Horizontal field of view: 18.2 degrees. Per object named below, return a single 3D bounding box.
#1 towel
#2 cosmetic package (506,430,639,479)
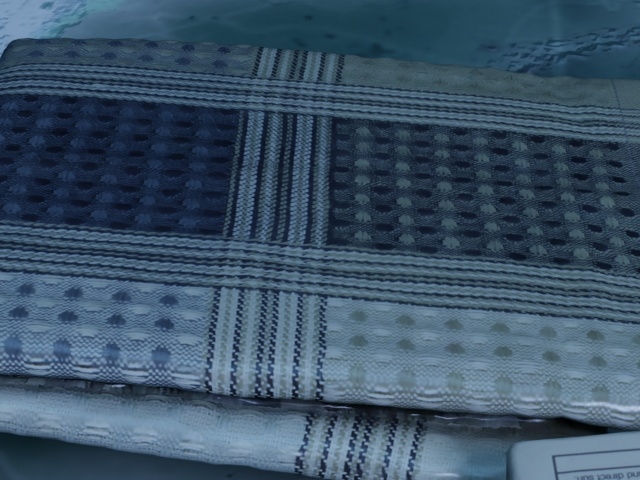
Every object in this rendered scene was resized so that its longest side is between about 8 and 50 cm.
[{"bbox_3d":[0.000,0.000,0.820,0.324,0.056,0.312,4,26,0],"label":"towel"},{"bbox_3d":[0.144,0.190,0.558,0.160,0.113,0.309,-3,36,2],"label":"cosmetic package"}]
